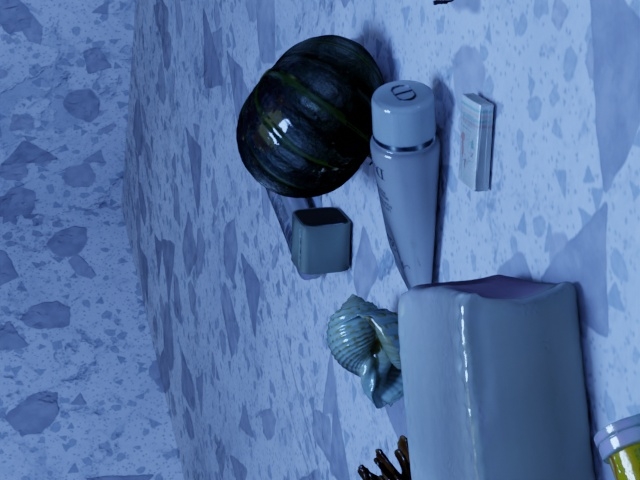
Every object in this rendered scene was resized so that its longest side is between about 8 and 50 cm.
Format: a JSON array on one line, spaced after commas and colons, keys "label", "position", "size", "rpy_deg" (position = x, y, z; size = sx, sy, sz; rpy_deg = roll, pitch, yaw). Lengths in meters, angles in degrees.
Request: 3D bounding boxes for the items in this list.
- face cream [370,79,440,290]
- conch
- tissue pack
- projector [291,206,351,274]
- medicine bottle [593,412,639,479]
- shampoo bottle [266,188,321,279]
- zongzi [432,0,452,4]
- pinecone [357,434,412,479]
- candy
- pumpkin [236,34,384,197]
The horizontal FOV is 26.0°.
[{"label": "face cream", "position": [0.116, -0.058, 1.808], "size": [0.143, 0.089, 0.314], "rpy_deg": [-117, 16, -52]}, {"label": "conch", "position": [0.081, 0.145, 1.928], "size": [0.153, 0.102, 0.135], "rpy_deg": [51, 149, -3]}, {"label": "tissue pack", "position": [0.183, -0.116, 1.634], "size": [0.056, 0.023, 0.108], "rpy_deg": [-129, 37, -61]}, {"label": "projector", "position": [0.000, 0.000, 2.178], "size": [0.083, 0.083, 0.082], "rpy_deg": [-130, 38, -62]}, {"label": "medicine bottle", "position": [0.315, 0.265, 1.238], "size": [0.074, 0.074, 0.218], "rpy_deg": [112, 146, -58]}, {"label": "shampoo bottle", "position": [-0.042, -0.038, 2.355], "size": [0.227, 0.056, 0.086], "rpy_deg": [-113, 22, -45]}, {"label": "zongzi", "position": [0.187, -0.322, 1.455], "size": [0.204, 0.094, 0.205], "rpy_deg": [-131, 34, -49]}, {"label": "pinecone", "position": [0.116, 0.323, 1.751], "size": [0.163, 0.165, 0.163], "rpy_deg": [177, 90, -69]}, {"label": "candy", "position": [0.193, 0.218, 1.503], "size": [0.208, 0.145, 0.358], "rpy_deg": [168, 95, -72]}, {"label": "pumpkin", "position": [-0.002, -0.170, 1.961], "size": [0.250, 0.216, 0.250], "rpy_deg": [-53, 19, 27]}]
